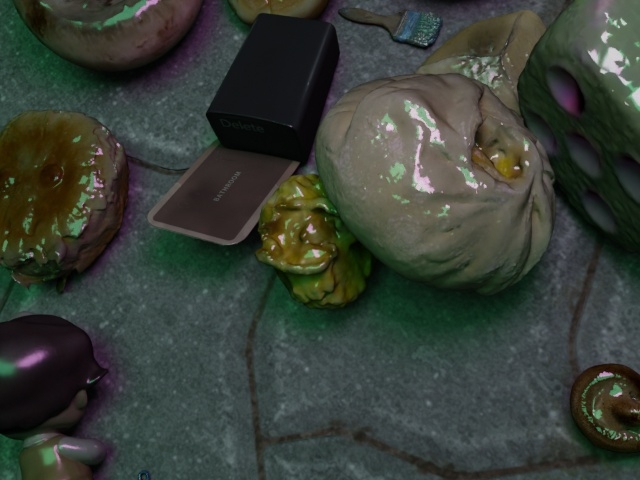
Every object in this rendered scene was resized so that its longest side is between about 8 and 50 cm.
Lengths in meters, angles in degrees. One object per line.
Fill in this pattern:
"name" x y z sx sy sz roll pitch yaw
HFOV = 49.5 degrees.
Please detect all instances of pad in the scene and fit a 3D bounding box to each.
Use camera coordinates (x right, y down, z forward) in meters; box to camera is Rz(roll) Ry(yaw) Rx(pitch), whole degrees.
"pad" -0.153 -0.091 1.154 0.176 0.002 0.266 14 45 18

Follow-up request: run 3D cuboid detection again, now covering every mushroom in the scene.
"mushroom" 0.405 0.228 0.947 0.109 0.085 0.126 -31 78 38
"mushroom" -0.387 -0.494 1.249 0.363 0.294 0.362 -1 81 4

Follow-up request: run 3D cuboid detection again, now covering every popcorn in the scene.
"popcorn" -0.002 -0.002 1.062 0.170 0.189 0.218 -22 67 9

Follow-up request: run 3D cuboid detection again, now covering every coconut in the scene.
"coconut" -0.164 -0.048 1.178 0.081 0.083 0.082 35 105 55

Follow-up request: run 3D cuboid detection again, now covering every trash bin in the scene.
"trash bin" -0.072 -0.269 1.197 0.165 0.115 0.225 13 69 16

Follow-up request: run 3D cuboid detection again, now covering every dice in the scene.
"dice" 0.479 -0.193 0.925 0.322 0.330 0.318 -31 76 -2

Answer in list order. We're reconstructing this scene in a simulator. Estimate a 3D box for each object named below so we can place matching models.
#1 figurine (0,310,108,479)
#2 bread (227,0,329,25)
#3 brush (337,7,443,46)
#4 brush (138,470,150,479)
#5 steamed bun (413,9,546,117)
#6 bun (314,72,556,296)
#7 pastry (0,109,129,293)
"figurine" -0.429 0.288 1.111 0.218 0.206 0.364 -22 93 29
"bread" -0.076 -0.486 1.261 0.214 0.104 0.213 6 113 14
"brush" 0.119 -0.394 1.248 0.196 0.021 0.070 19 77 19
"brush" -0.270 0.443 1.082 0.051 0.014 0.164 -14 69 8
"steamed bun" 0.280 -0.291 1.130 0.231 0.110 0.212 27 81 17
"bun" 0.176 -0.106 0.967 0.365 0.219 0.365 18 49 -21
"pastry" -0.478 -0.087 1.235 0.330 0.136 0.329 -5 71 14
